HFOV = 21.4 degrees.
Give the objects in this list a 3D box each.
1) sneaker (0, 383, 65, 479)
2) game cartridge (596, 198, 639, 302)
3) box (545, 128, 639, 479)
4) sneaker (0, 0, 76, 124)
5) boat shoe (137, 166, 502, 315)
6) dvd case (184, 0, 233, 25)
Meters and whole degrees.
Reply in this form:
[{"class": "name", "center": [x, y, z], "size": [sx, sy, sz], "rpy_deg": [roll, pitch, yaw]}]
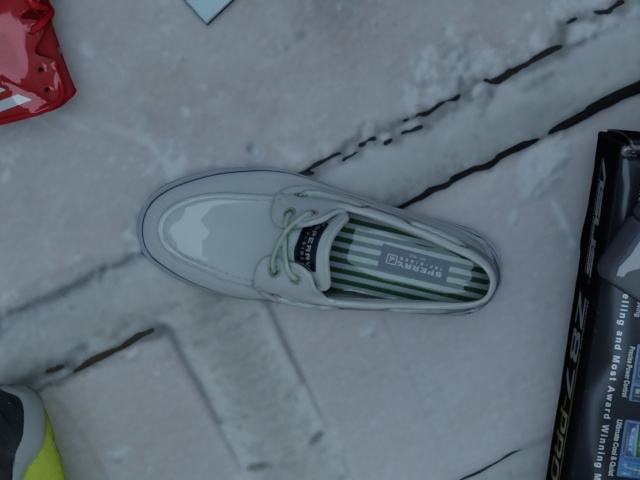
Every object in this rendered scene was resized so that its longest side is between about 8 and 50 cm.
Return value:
[{"class": "sneaker", "center": [-0.167, 0.277, 1.024], "size": [0.147, 0.145, 0.384], "rpy_deg": [-3, 90, -30]}, {"class": "game cartridge", "center": [0.352, 0.025, 0.909], "size": [0.355, 0.068, 0.230], "rpy_deg": [33, 100, -4]}, {"class": "box", "center": [0.295, 0.149, 1.002], "size": [0.318, 0.097, 0.394], "rpy_deg": [8, 98, -2]}, {"class": "sneaker", "center": [-0.175, -0.158, 1.025], "size": [0.128, 0.087, 0.221], "rpy_deg": [40, 104, -9]}, {"class": "boat shoe", "center": [0.000, 0.000, 1.022], "size": [0.226, 0.076, 0.083], "rpy_deg": [5, 92, 0]}, {"class": "dvd case", "center": [-0.056, -0.205, 1.046], "size": [0.119, 0.013, 0.087], "rpy_deg": [-42, 91, 1]}]
